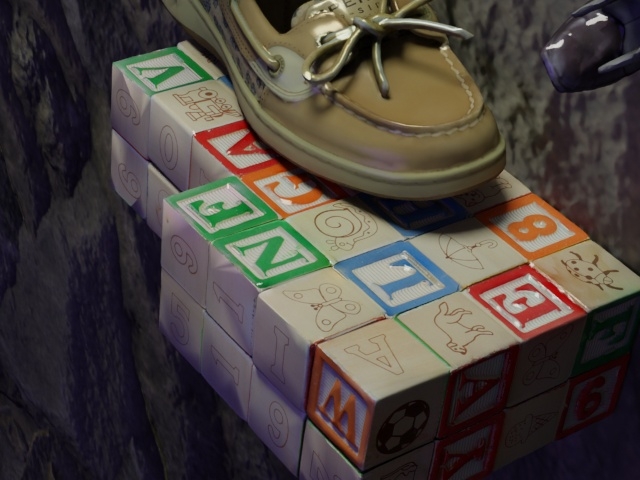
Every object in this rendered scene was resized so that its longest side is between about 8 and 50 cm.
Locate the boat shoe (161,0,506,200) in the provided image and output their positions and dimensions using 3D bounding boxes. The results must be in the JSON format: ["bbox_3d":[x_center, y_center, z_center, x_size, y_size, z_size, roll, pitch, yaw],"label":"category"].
[{"bbox_3d":[-0.006,-0.121,0.793,0.285,0.105,0.089,43,142,38],"label":"boat shoe"}]

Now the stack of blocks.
[{"bbox_3d":[0.000,0.000,0.787,0.297,0.171,0.087,43,139,38],"label":"stack of blocks"}]

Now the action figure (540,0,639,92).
[{"bbox_3d":[0.192,-0.131,0.490,0.285,0.099,0.185,-15,89,56],"label":"action figure"}]
